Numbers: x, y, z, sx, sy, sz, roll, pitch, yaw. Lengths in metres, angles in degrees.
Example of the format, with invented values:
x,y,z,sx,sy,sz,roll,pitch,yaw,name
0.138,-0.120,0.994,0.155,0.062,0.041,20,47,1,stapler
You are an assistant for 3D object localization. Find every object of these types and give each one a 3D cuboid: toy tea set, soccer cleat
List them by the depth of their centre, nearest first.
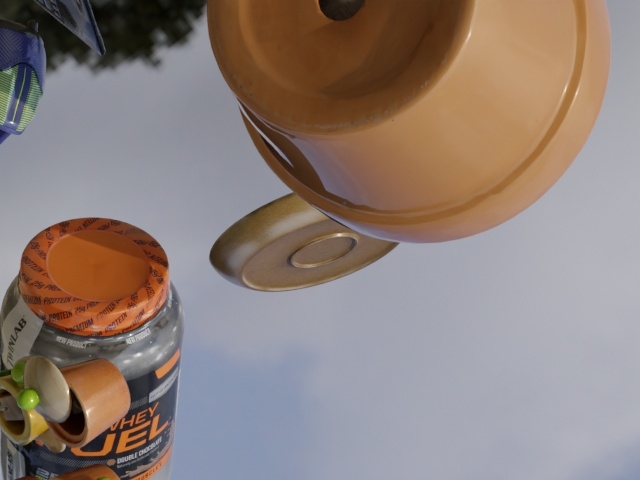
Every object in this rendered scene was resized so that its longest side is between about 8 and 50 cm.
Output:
x,y,z,sx,sy,sz,roll,pitch,yaw,name
-0.328,-0.101,1.555,0.289,0.093,0.121,-17,-117,45,soccer cleat
-0.277,0.234,1.786,0.124,0.336,0.200,-25,-136,-38,toy tea set

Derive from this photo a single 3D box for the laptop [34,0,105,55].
x,y,z,sx,sy,sz,roll,pitch,yaw,name
-0.377,-0.291,1.978,0.136,0.264,0.234,-44,157,-16,laptop

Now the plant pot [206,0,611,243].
x,y,z,sx,sy,sz,roll,pitch,yaw,name
0.048,-0.152,1.373,0.291,0.291,0.203,-33,163,14,plant pot

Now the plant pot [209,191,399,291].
x,y,z,sx,sy,sz,roll,pitch,yaw,name
0.000,0.000,1.995,0.236,0.032,0.236,-16,159,-7,plant pot

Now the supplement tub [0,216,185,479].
x,y,z,sx,sy,sz,roll,pitch,yaw,name
-0.262,0.152,2.156,0.207,0.338,0.207,4,-140,-4,supplement tub

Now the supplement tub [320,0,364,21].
x,y,z,sx,sy,sz,roll,pitch,yaw,name
0.008,-0.164,1.353,0.107,0.071,0.071,-32,-160,21,supplement tub
